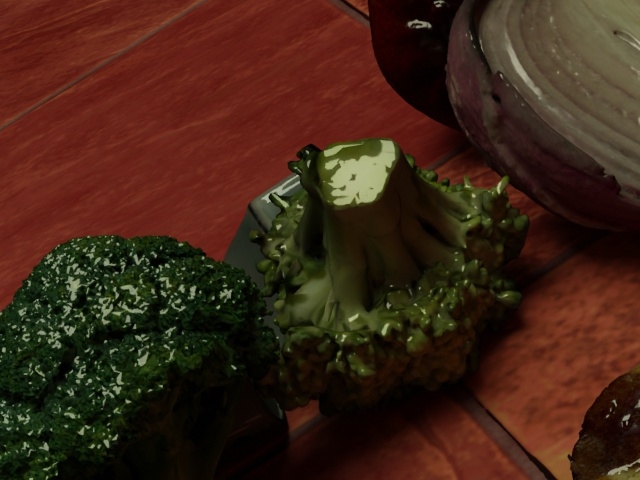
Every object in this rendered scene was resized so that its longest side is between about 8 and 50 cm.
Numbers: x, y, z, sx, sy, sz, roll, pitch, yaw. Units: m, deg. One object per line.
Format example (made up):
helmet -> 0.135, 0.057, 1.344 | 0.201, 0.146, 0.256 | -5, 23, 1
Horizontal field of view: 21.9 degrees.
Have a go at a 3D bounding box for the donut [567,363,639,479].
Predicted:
donut -> 0.247, 0.149, 1.060 | 0.166, 0.073, 0.184 | -30, 30, -2

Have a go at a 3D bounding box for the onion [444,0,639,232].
onion -> 0.255, -0.084, 1.357 | 0.267, 0.159, 0.348 | -19, 61, -20

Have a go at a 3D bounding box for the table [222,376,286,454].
table -> -0.153, 0.147, 1.372 | 0.220, 0.126, 0.126 | -28, 29, 4

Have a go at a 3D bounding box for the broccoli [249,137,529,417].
broccoli -> 0.028, 0.004, 1.300 | 0.263, 0.243, 0.247 | -34, 61, -11

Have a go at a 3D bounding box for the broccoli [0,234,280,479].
broccoli -> -0.152, 0.112, 1.215 | 0.269, 0.241, 0.261 | -28, 16, -33

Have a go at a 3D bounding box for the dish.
dish -> 0.000, 0.000, 1.516 | 0.182, 0.080, 0.243 | -32, 30, -4

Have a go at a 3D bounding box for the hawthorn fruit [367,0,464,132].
hawthorn fruit -> 0.183, -0.221, 1.575 | 0.266, 0.230, 0.210 | -28, -6, -45
